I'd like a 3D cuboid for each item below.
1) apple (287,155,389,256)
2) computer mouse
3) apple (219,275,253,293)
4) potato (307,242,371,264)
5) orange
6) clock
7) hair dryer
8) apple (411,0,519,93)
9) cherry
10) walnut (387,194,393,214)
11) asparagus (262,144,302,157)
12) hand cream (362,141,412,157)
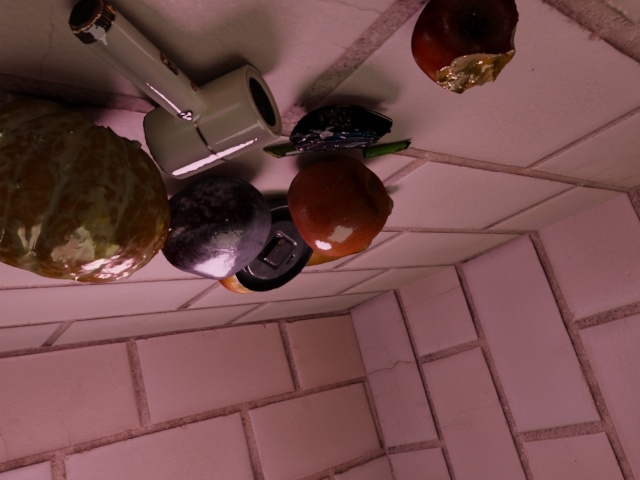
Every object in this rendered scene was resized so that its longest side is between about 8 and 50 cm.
[{"bbox_3d":[0.047,-0.089,1.242,0.254,0.253,0.253,-13,164,-4],"label":"apple"},{"bbox_3d":[0.042,-0.224,1.023,0.242,0.077,0.146,-8,-177,-36],"label":"computer mouse"},{"bbox_3d":[-0.224,0.059,1.597,0.210,0.173,0.235,-19,153,-2],"label":"apple"},{"bbox_3d":[0.000,0.000,1.649,0.369,0.195,0.176,-21,120,45],"label":"potato"},{"bbox_3d":[-0.392,-0.070,0.799,0.329,0.249,0.329,25,180,0],"label":"orange"},{"bbox_3d":[-0.133,0.014,1.445,0.281,0.055,0.280,-23,133,-28],"label":"clock"},{"bbox_3d":[-0.222,-0.228,0.754,0.203,0.128,0.362,-19,156,17],"label":"hair dryer"},{"bbox_3d":[0.220,-0.308,0.798,0.156,0.147,0.158,-49,171,1],"label":"apple"},{"bbox_3d":[-0.243,-0.027,1.198,0.255,0.218,0.296,13,145,-44],"label":"cherry"},{"bbox_3d":[0.180,-0.103,1.563,0.092,0.092,0.092,-13,164,-4],"label":"walnut"},{"bbox_3d":[-0.008,-0.210,1.127,0.236,0.027,0.034,-13,175,-3],"label":"asparagus"},{"bbox_3d":[0.161,-0.220,1.251,0.122,0.023,0.036,-14,164,-16],"label":"hand cream"}]
